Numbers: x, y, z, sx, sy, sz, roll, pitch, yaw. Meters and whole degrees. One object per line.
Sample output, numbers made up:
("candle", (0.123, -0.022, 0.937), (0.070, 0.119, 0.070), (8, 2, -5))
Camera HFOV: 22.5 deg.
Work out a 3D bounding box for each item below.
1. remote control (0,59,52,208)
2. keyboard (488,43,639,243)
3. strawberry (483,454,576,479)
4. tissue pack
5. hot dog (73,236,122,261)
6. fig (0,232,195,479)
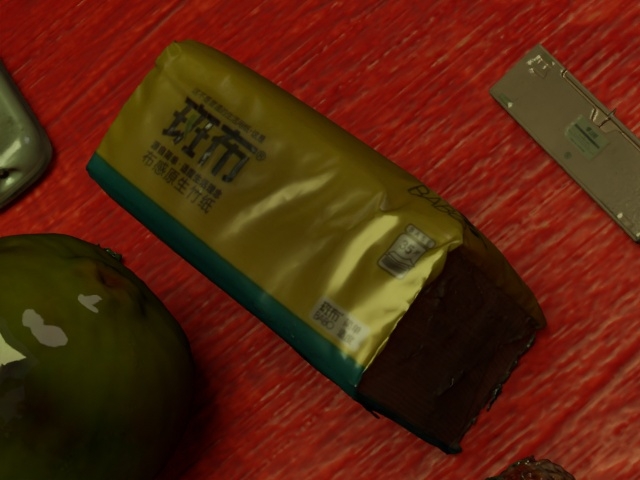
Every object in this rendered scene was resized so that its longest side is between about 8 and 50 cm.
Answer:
("remote control", (-0.320, -0.148, 1.354), (0.090, 0.038, 0.309), (-40, 58, 5))
("keyboard", (0.186, -0.069, 1.110), (0.055, 0.017, 0.166), (-44, 58, 7))
("strawberry", (0.134, 0.179, 0.990), (0.083, 0.083, 0.096), (-33, 59, 8))
("tissue pack", (0.000, 0.000, 1.062), (0.271, 0.192, 0.134), (37, 88, 30))
("hot dog", (-0.237, 0.057, 1.221), (0.188, 0.055, 0.072), (-33, 58, 9))
("fig", (-0.204, 0.111, 1.097), (0.230, 0.207, 0.207), (-44, 59, 1))
